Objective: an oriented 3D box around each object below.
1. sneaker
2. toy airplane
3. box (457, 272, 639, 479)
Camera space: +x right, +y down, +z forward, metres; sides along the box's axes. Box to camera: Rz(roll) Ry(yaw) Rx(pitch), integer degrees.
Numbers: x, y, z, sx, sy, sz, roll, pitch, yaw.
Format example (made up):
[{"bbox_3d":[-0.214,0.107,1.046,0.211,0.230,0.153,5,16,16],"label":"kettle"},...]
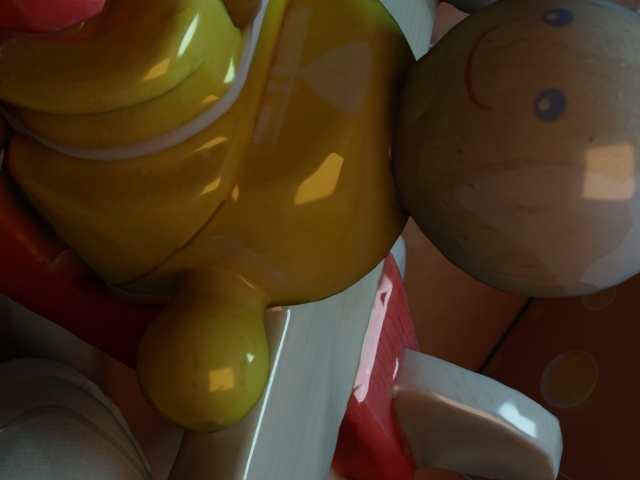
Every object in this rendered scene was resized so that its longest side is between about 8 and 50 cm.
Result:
[{"bbox_3d":[-0.087,0.177,0.576,0.110,0.118,0.292,-29,123,-23],"label":"sneaker"},{"bbox_3d":[0.000,0.000,0.446,0.384,0.272,0.386,-23,103,-54],"label":"toy airplane"},{"bbox_3d":[0.262,0.049,0.722,0.345,0.215,0.168,-55,131,-6],"label":"box"}]
